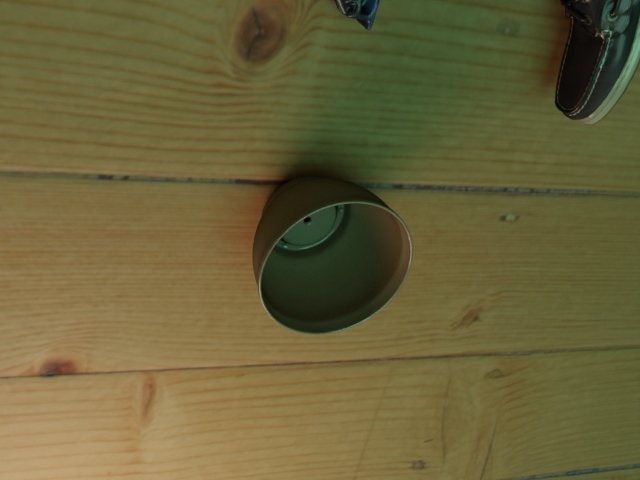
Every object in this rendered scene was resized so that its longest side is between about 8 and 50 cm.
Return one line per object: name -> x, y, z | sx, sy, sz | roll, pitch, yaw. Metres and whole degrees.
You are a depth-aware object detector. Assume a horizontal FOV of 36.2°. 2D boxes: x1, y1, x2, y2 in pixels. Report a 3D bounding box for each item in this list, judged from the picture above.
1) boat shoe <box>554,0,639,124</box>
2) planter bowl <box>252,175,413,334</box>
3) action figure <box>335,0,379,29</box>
boat shoe -> 0.273, -0.253, 0.948 | 0.092, 0.103, 0.285 | 4, 119, -20
planter bowl -> 0.000, 0.000, 1.003 | 0.162, 0.109, 0.162 | -12, 128, -15
action figure -> 0.069, -0.293, 0.760 | 0.330, 0.178, 0.341 | -16, 134, -33
